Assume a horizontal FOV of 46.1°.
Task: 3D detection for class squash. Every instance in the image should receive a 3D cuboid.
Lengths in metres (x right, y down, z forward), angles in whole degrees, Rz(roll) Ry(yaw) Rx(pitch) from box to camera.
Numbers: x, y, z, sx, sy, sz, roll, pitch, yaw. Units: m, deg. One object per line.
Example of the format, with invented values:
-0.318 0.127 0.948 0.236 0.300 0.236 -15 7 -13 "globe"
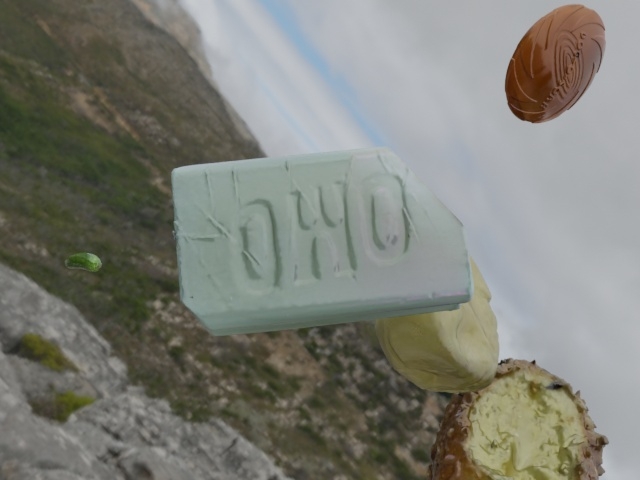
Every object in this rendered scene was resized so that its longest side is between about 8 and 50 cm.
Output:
-0.334 0.030 1.053 0.089 0.027 0.027 3 -37 44 "squash"

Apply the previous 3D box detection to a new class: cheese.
0.169 0.099 1.055 0.226 0.117 0.214 37 48 -42 "cheese"

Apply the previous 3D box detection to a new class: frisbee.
0.367 -0.263 1.152 0.035 0.192 0.192 51 0 45 "frisbee"

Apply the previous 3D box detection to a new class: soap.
0.000 0.000 0.783 0.095 0.290 0.172 97 -13 -79 "soap"

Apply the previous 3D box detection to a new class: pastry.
0.322 0.417 1.260 0.405 0.292 0.337 -67 166 -51 "pastry"
